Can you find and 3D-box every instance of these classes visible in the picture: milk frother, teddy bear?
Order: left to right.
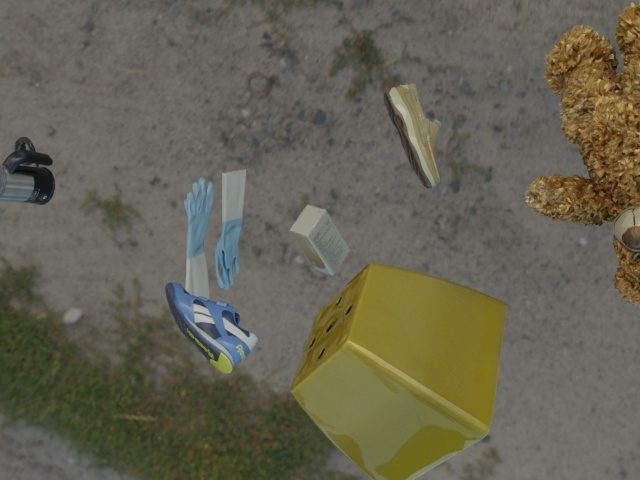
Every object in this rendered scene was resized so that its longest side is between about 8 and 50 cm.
[{"bbox_3d":[-0.653,-0.152,1.825,0.143,0.135,0.129,29,102,27],"label":"milk frother"},{"bbox_3d":[0.332,-0.102,0.903,0.245,0.337,0.113,0,165,32],"label":"teddy bear"}]

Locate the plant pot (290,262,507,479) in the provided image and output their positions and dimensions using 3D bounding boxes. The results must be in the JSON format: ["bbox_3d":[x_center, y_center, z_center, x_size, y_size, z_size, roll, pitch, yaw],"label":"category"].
[{"bbox_3d":[0.087,0.156,1.094,0.187,0.212,0.212,32,134,-11],"label":"plant pot"}]

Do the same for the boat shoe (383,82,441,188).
[{"bbox_3d":[0.172,-0.183,1.458,0.072,0.068,0.190,-20,80,-4],"label":"boat shoe"}]

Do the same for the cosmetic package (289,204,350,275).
[{"bbox_3d":[0.000,0.000,1.429,0.041,0.060,0.115,18,152,37],"label":"cosmetic package"}]

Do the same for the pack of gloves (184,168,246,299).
[{"bbox_3d":[-0.204,-0.010,1.562,0.046,0.195,0.232,9,103,21],"label":"pack of gloves"}]

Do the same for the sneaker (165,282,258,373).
[{"bbox_3d":[-0.134,0.097,1.037,0.144,0.059,0.053,42,153,26],"label":"sneaker"}]
